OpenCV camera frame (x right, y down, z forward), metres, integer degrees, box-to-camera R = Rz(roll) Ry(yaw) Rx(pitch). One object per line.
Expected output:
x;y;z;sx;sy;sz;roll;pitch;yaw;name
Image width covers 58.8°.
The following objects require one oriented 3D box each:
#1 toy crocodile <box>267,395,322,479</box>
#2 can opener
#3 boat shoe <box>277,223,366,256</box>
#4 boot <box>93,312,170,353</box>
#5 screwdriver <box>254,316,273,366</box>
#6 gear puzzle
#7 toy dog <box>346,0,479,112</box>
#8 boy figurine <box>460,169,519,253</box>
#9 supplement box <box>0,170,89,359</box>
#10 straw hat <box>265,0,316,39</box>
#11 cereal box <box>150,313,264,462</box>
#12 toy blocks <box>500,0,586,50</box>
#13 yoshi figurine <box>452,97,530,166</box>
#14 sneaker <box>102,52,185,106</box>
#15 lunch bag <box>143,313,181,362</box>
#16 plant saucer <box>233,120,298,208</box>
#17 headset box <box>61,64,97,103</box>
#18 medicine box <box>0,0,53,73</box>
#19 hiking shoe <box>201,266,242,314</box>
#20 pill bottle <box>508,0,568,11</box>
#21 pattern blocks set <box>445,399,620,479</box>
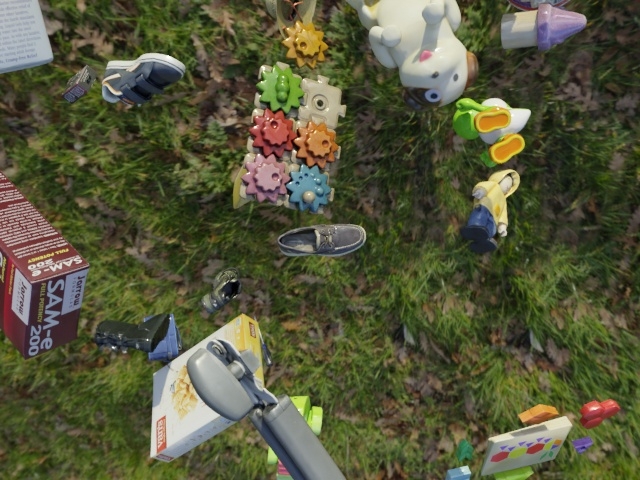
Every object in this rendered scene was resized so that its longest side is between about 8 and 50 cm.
-0.067;0.501;1.403;0.115;0.105;0.340;9;124;-4;toy crocodile
-0.078;0.254;0.765;0.076;0.095;0.283;-24;102;52;can opener
0.000;0.000;1.804;0.285;0.092;0.102;-4;85;8;boat shoe
-0.321;0.154;0.975;0.099;0.121;0.045;7;107;2;boot
-0.172;0.292;1.657;0.024;0.025;0.170;-39;57;20;screwdriver
-0.031;-0.220;0.986;0.176;0.044;0.338;11;82;-23;gear puzzle
0.275;-0.575;1.651;0.285;0.395;0.407;-24;75;7;toy dog
0.487;-0.091;1.601;0.092;0.285;0.177;-9;127;46;boy figurine
-0.388;0.015;0.698;0.239;0.073;0.130;38;125;22;supplement box
-0.068;-0.443;1.049;0.061;0.144;0.144;21;108;25;straw hat
-0.203;0.259;0.999;0.240;0.173;0.047;-35;132;20;cereal box
0.329;-0.382;0.603;0.260;0.309;0.288;2;61;27;toy blocks
0.500;-0.348;1.755;0.203;0.362;0.203;20;115;0;yoshi figurine
-0.538;-0.476;1.719;0.321;0.126;0.127;5;77;37;sneaker
-0.311;0.195;1.124;0.065;0.067;0.098;-9;83;-19;lunch bag
-0.145;-0.274;1.883;0.081;0.333;0.333;52;148;5;plant saucer
-0.554;-0.360;1.310;0.083;0.062;0.032;-17;140;38;headset box
-0.560;-0.399;0.829;0.264;0.149;0.289;16;124;36;medicine box
-0.287;0.152;1.818;0.114;0.227;0.086;-21;112;22;hiking shoe
0.408;-0.552;1.036;0.182;0.323;0.181;1;94;20;pill bottle
0.416;0.416;1.152;0.325;0.026;0.285;-2;130;-16;pattern blocks set
